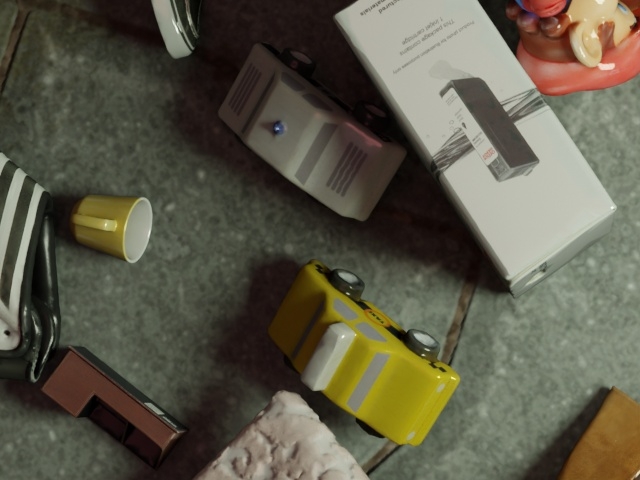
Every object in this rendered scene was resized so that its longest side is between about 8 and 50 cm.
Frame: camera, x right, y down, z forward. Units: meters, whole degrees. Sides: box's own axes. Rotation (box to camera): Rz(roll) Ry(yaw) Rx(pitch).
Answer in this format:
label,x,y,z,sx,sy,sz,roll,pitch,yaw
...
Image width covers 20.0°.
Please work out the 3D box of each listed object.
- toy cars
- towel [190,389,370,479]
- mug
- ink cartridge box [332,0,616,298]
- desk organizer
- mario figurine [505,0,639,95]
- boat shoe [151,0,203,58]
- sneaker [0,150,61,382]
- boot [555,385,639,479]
label,x,y,z,sx,sy,sz,roll,pitch,yaw
toy cars,0.000,0.000,1.619,0.176,0.087,0.393,-17,83,31
towel,-0.041,0.348,1.559,0.317,0.053,0.332,-44,63,7
mug,-0.199,-0.020,1.686,0.064,0.078,0.062,12,60,17
ink cartridge box,0.138,-0.096,1.583,0.114,0.197,0.273,-33,81,4
desk organizer,-0.191,0.156,1.678,0.130,0.047,0.050,37,92,10
mario figurine,0.202,-0.262,1.558,0.170,0.320,0.198,-13,49,35
boat shoe,-0.126,-0.281,1.698,0.070,0.078,0.219,-7,82,8
sneaker,-0.402,0.105,1.649,0.257,0.169,0.447,32,87,11
boot,0.183,0.239,1.592,0.264,0.096,0.280,31,78,37
